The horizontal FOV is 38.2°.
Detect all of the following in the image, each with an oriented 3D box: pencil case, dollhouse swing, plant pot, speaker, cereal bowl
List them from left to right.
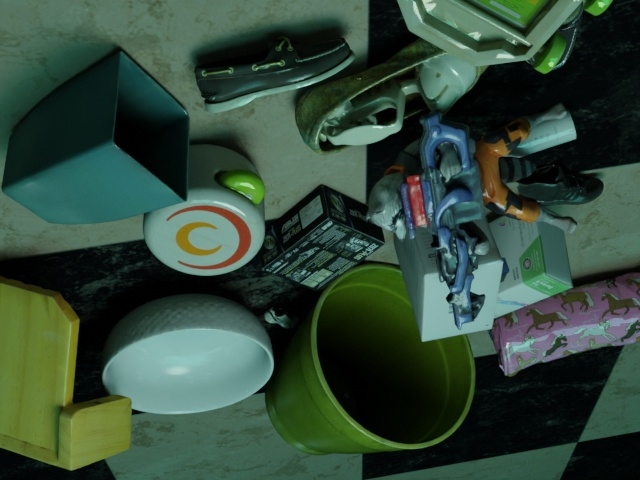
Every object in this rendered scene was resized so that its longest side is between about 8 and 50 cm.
[{"bbox_3d":[-0.536,0.217,1.711,0.346,0.305,0.315,13,-179,16],"label":"dollhouse swing"},{"bbox_3d":[-0.334,-0.124,1.339,0.234,0.165,0.165,-19,145,23],"label":"plant pot"},{"bbox_3d":[-0.264,0.207,1.822,0.339,0.141,0.339,-8,144,-6],"label":"cereal bowl"},{"bbox_3d":[0.061,0.284,1.884,0.366,0.367,0.353,10,151,-27],"label":"plant pot"},{"bbox_3d":[0.358,-0.175,1.551,0.136,0.055,0.055,-19,144,9],"label":"speaker"},{"bbox_3d":[0.564,0.179,2.010,0.386,0.160,0.167,-15,169,3],"label":"pencil case"}]

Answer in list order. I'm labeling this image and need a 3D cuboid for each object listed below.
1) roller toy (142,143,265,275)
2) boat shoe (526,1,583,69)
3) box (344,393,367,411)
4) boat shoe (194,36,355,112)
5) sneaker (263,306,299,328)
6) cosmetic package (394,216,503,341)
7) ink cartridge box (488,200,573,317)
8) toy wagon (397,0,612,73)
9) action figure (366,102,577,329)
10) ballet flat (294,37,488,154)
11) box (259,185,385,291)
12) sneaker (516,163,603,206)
[{"bbox_3d":[-0.188,-0.052,1.484,0.209,0.146,0.191,-5,135,0],"label":"roller toy"},{"bbox_3d":[0.323,-0.335,1.288,0.102,0.092,0.285,-10,143,0],"label":"boat shoe"},{"bbox_3d":[0.142,0.367,2.144,0.156,0.158,0.093,8,140,-27],"label":"box"},{"bbox_3d":[-0.066,-0.248,1.308,0.227,0.081,0.069,-18,115,5],"label":"boat shoe"},{"bbox_3d":[-0.074,0.158,1.902,0.083,0.032,0.037,14,138,-32],"label":"sneaker"},{"bbox_3d":[0.217,0.020,1.632,0.138,0.225,0.224,-10,144,-2],"label":"cosmetic package"},{"bbox_3d":[0.351,0.045,1.734,0.093,0.154,0.212,20,146,-35],"label":"ink cartridge box"},{"bbox_3d":[0.241,-0.359,1.160,0.267,0.068,0.344,26,143,-9],"label":"toy wagon"},{"bbox_3d":[0.227,-0.050,1.439,0.330,0.178,0.341,-8,108,-14],"label":"action figure"},{"bbox_3d":[0.127,-0.220,1.372,0.348,0.123,0.123,-22,143,13],"label":"ballet flat"},{"bbox_3d":[0.000,0.000,1.668,0.147,0.078,0.180,23,132,-38],"label":"box"},{"bbox_3d":[0.435,-0.103,1.675,0.170,0.051,0.089,-9,149,1],"label":"sneaker"}]
